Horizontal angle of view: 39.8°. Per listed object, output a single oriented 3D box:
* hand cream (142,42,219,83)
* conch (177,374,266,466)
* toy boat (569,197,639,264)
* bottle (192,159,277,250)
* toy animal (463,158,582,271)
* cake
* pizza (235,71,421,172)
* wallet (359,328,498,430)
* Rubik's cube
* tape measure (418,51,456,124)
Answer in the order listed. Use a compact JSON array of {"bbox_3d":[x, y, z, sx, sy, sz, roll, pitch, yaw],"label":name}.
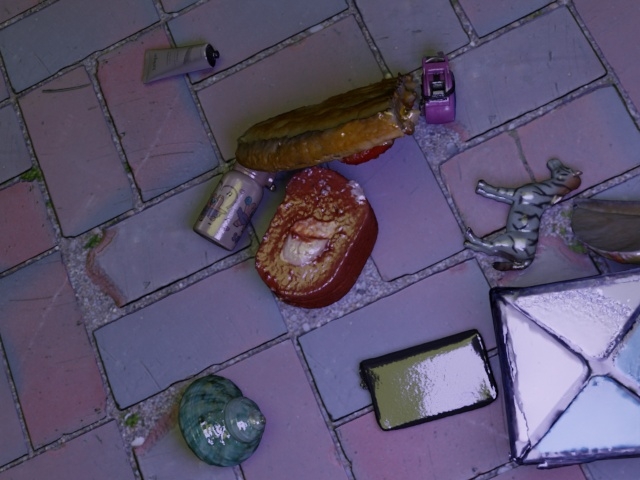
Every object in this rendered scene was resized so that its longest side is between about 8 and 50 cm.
[{"bbox_3d":[-0.312,-0.402,1.975,0.186,0.054,0.087,-6,69,18],"label":"hand cream"},{"bbox_3d":[-0.190,0.344,1.703,0.188,0.122,0.176,14,54,13],"label":"conch"},{"bbox_3d":[0.579,-0.018,1.544,0.293,0.276,0.111,-12,109,29],"label":"toy boat"},{"bbox_3d":[-0.167,-0.085,1.829,0.110,0.097,0.209,31,83,-10],"label":"bottle"},{"bbox_3d":[0.374,-0.067,1.704,0.170,0.090,0.255,31,87,15],"label":"toy animal"},{"bbox_3d":[0.000,0.000,1.737,0.177,0.151,0.283,19,75,21],"label":"cake"},{"bbox_3d":[0.079,-0.226,1.703,0.440,0.406,0.130,-2,112,47],"label":"pizza"},{"bbox_3d":[0.202,0.268,1.674,0.250,0.044,0.149,-18,76,7],"label":"wallet"},{"bbox_3d":[0.455,0.216,1.487,0.305,0.310,0.307,-8,75,12],"label":"Rubik's cube"},{"bbox_3d":[0.235,-0.298,1.782,0.074,0.118,0.125,-3,58,8],"label":"tape measure"}]
